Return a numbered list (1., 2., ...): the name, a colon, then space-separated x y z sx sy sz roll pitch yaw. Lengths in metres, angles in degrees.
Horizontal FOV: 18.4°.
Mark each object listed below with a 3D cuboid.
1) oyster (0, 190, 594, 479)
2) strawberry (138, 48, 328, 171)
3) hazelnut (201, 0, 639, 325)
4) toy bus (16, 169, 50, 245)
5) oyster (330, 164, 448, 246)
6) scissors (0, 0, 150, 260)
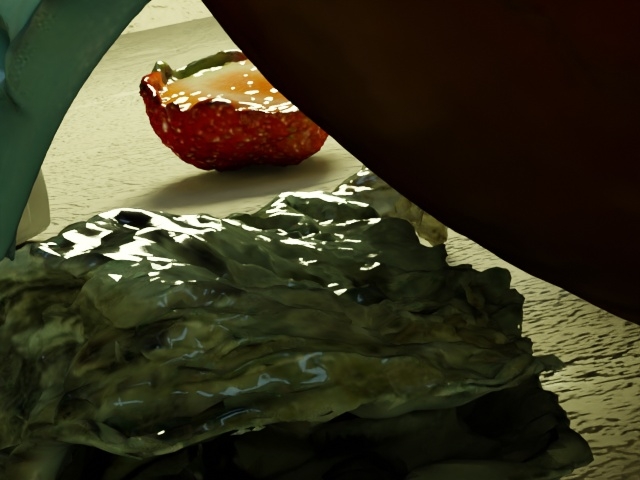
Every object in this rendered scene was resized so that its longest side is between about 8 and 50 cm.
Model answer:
1. oyster: -0.025 0.041 0.593 0.198 0.112 0.267 -14 8 -15
2. strawberry: -0.043 -0.087 1.356 0.146 0.082 0.187 -22 21 -25
3. hazelnut: 0.146 -0.137 0.633 0.402 0.402 0.429 -1 -14 43
4. toy bus: -0.219 -0.017 1.220 0.075 0.060 0.123 0 17 30
5. oyster: 0.001 0.004 0.885 0.106 0.061 0.200 -11 11 7
6. scissors: -0.080 -0.027 0.454 0.180 0.393 0.032 2 -21 46
